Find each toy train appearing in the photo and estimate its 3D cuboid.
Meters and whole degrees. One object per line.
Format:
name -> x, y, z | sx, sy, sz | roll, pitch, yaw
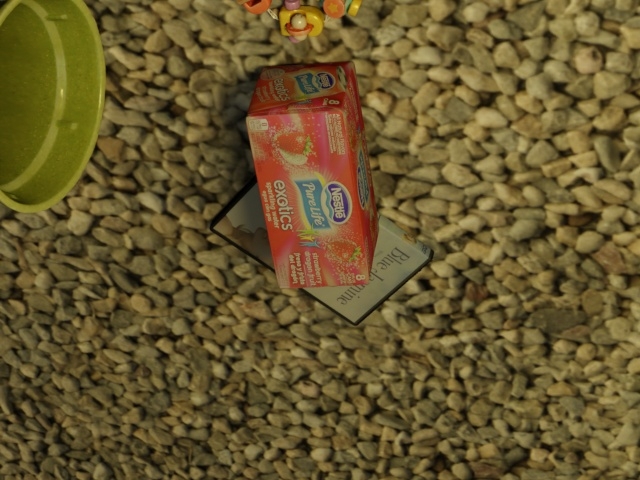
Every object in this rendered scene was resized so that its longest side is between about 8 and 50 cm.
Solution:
toy train -> -0.029, -0.288, 1.869 | 0.166, 0.046, 0.125 | -18, 123, 29

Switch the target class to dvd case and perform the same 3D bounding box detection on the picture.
dvd case -> 0.000, 0.000, 2.129 | 0.253, 0.022, 0.180 | 34, 130, -15

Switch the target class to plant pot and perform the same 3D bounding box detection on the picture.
plant pot -> -0.443, -0.187, 1.954 | 0.254, 0.276, 0.276 | 9, 133, 24

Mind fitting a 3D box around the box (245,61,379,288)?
box -> -0.006, -0.079, 1.970 | 0.123, 0.128, 0.256 | -2, 123, 11
